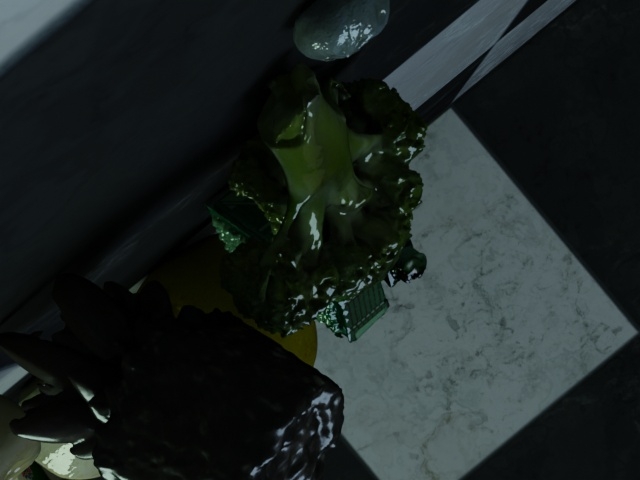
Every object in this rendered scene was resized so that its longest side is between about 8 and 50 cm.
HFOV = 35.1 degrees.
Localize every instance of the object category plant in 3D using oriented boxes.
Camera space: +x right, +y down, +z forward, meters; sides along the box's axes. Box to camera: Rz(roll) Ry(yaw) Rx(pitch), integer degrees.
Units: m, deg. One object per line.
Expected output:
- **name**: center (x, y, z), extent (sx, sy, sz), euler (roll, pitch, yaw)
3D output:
- **plant**: center (-0.141, 0.139, 0.945), extent (0.194, 0.321, 0.181), euler (8, 104, -64)

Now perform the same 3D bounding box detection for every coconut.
- **coconut**: center (-0.351, 0.265, 1.555), extent (0.237, 0.197, 0.237), euler (-35, -179, 1)

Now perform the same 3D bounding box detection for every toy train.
- **toy train**: center (0.000, 0.000, 1.193), extent (0.154, 0.269, 0.115), euler (-44, 143, -17)

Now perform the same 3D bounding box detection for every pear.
- **pear**: center (-0.128, 0.119, 1.448), extent (0.285, 0.285, 0.336), euler (-41, -166, 39)

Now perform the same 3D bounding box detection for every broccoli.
- **broccoli**: center (-0.026, -0.043, 0.971), extent (0.302, 0.186, 0.254), euler (-1, 110, -57)

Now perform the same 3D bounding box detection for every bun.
- **bun**: center (0.017, -0.156, 0.720), extent (0.083, 0.045, 0.083), euler (-35, -178, 1)

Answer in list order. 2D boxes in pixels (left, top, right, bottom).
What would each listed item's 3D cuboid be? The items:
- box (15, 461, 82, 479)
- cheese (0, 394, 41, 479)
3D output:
- **box**: center (-0.509, 0.384, 1.692), extent (0.095, 0.168, 0.212), euler (-36, 179, 5)
- **cheese**: center (-0.422, 0.263, 1.167), extent (0.235, 0.117, 0.218), euler (-41, 180, 10)
